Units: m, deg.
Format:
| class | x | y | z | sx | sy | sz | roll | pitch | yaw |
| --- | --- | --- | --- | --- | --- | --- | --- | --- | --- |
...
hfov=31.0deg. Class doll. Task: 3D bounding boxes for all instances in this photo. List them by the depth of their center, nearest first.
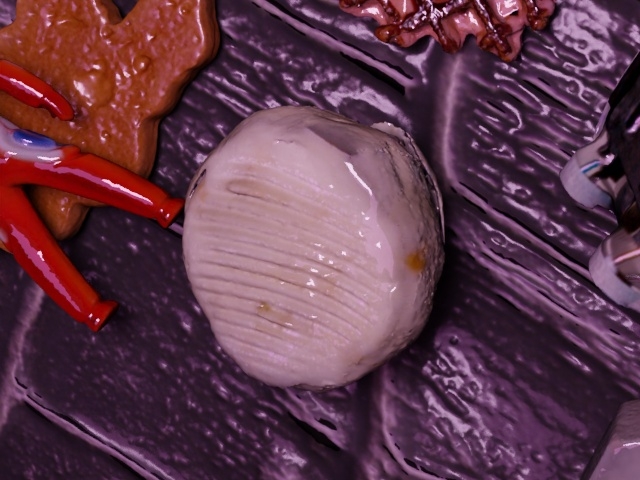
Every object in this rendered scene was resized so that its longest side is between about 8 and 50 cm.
| class | x | y | z | sx | sy | sz | roll | pitch | yaw |
| --- | --- | --- | --- | --- | --- | --- | --- | --- | --- |
| doll | -0.313 | -0.083 | 1.029 | 0.384 | 0.099 | 0.188 | 37 | 109 | -5 |

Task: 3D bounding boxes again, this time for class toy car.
| class | x | y | z | sx | sy | sz | roll | pitch | yaw |
| --- | --- | --- | --- | --- | --- | --- | --- | --- | --- |
| toy car | 0.289 | -0.047 | 0.816 | 0.158 | 0.235 | 0.172 | 14 | 132 | -20 |

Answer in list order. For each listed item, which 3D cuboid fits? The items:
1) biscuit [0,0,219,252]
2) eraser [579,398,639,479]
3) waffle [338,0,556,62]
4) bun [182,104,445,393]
| class | x | y | z | sx | sy | sz | roll | pitch | yaw |
| --- | --- | --- | --- | --- | --- | --- | --- | --- | --- |
| biscuit | -0.228 | -0.136 | 1.071 | 0.202 | 0.047 | 0.334 | 35 | 108 | 9 |
| eraser | 0.220 | 0.266 | 0.940 | 0.077 | 0.111 | 0.352 | 27 | 108 | 12 |
| waffle | 0.096 | -0.262 | 0.922 | 0.234 | 0.055 | 0.221 | 18 | 104 | 12 |
| bun | 0.000 | 0.000 | 0.960 | 0.239 | 0.141 | 0.239 | 6 | 103 | 26 |
